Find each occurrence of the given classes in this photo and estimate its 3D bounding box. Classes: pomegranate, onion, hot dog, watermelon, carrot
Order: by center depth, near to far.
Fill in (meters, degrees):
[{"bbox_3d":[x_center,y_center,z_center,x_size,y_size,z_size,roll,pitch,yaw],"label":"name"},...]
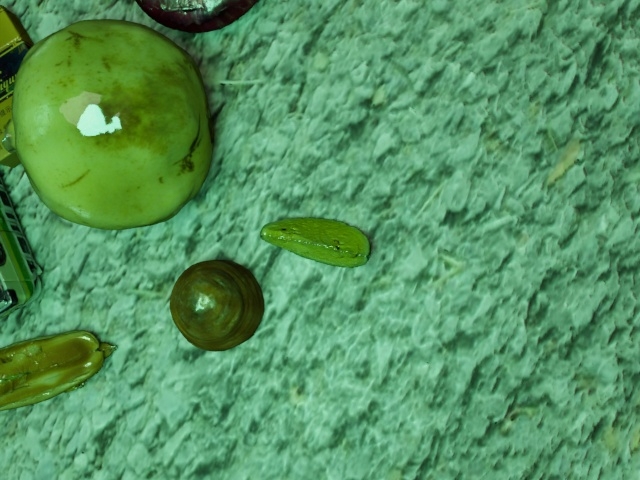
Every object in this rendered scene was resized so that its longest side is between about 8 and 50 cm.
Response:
[{"bbox_3d":[-0.323,-0.176,1.142,0.333,0.332,0.332,0,87,5],"label":"pomegranate"},{"bbox_3d":[-0.174,0.106,1.159,0.159,0.225,0.159,0,87,0],"label":"carrot"},{"bbox_3d":[0.003,-0.008,1.216,0.182,0.092,0.075,12,74,13],"label":"watermelon"},{"bbox_3d":[-0.202,-0.463,1.223,0.248,0.161,0.247,0,89,15],"label":"onion"},{"bbox_3d":[-0.476,0.218,1.249,0.270,0.072,0.109,-16,87,5],"label":"hot dog"}]

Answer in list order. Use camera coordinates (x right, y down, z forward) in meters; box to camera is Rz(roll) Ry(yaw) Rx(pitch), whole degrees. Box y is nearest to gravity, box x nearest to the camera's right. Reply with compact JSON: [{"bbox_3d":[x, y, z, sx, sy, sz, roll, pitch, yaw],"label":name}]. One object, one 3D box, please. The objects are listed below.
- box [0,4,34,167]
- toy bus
[{"bbox_3d":[-0.548,-0.267,1.286,0.152,0.070,0.237,-32,87,2],"label":"box"},{"bbox_3d":[-0.583,-0.006,1.215,0.143,0.179,0.305,-25,85,5],"label":"toy bus"}]
